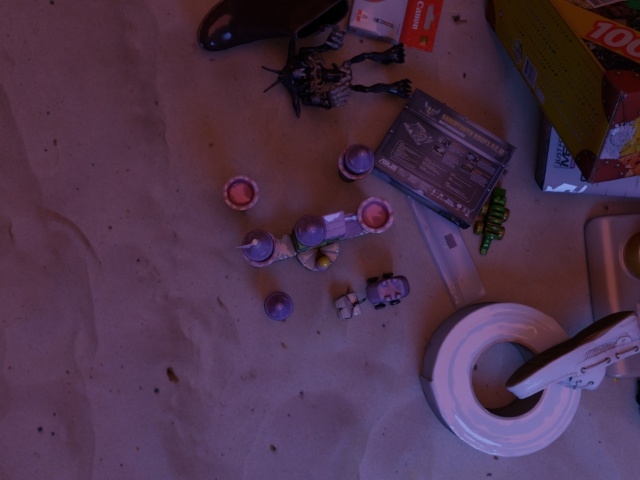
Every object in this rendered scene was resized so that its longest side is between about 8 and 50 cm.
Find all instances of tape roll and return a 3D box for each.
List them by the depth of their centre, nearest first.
[{"bbox_3d":[0.339,0.257,1.322,0.287,0.100,0.285,0,87,-5],"label":"tape roll"}]

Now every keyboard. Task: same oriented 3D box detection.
[{"bbox_3d":[0.248,0.005,1.378,0.072,0.014,0.255,-23,88,-11],"label":"keyboard"}]

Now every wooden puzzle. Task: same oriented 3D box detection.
[{"bbox_3d":[0.715,0.099,1.372,0.348,0.080,0.321,-4,87,-5],"label":"wooden puzzle"}]

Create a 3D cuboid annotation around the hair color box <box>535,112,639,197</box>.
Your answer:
[{"bbox_3d":[0.597,-0.174,1.312,0.348,0.105,0.173,4,110,6],"label":"hair color box"}]

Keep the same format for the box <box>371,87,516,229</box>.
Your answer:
[{"bbox_3d":[0.233,-0.158,1.353,0.231,0.056,0.183,31,81,2],"label":"box"}]

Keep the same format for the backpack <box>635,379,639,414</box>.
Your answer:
[{"bbox_3d":[0.680,0.326,1.344,0.115,0.105,0.084,5,108,-2],"label":"backpack"}]

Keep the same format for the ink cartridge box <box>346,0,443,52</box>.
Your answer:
[{"bbox_3d":[0.154,-0.466,1.386,0.180,0.045,0.145,13,86,-1],"label":"ink cartridge box"}]

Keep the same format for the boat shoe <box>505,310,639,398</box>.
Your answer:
[{"bbox_3d":[0.462,0.222,1.235,0.277,0.098,0.096,-25,87,-10],"label":"boat shoe"}]

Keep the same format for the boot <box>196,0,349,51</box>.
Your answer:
[{"bbox_3d":[-0.093,-0.405,1.283,0.249,0.207,0.090,-32,128,-11],"label":"boot"}]

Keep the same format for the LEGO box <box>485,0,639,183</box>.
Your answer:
[{"bbox_3d":[0.557,-0.359,1.213,0.373,0.193,0.499,-10,51,-5],"label":"LEGO box"}]

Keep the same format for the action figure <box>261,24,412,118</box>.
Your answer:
[{"bbox_3d":[0.030,-0.322,1.319,0.276,0.141,0.163,-5,89,-8],"label":"action figure"}]

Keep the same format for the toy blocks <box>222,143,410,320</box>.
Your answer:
[{"bbox_3d":[0.000,0.000,1.232,0.289,0.260,0.308,-16,87,-6],"label":"toy blocks"}]

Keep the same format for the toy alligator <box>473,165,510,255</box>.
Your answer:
[{"bbox_3d":[0.345,-0.064,1.368,0.056,0.051,0.189,16,85,-4],"label":"toy alligator"}]
